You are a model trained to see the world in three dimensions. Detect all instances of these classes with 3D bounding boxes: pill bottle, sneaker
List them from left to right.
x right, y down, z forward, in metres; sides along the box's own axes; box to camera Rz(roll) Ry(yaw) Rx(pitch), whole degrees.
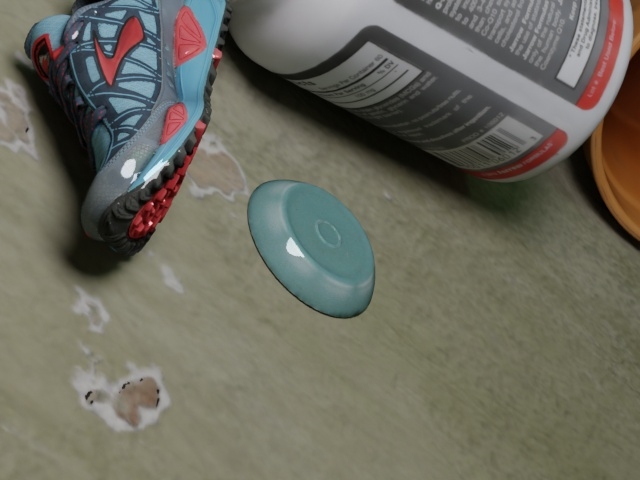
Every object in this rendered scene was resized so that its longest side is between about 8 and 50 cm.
[{"bbox_3d":[-0.141,-0.090,1.099,0.125,0.104,0.262,21,35,-11],"label":"sneaker"},{"bbox_3d":[0.055,-0.201,1.315,0.363,0.210,0.210,25,40,-34],"label":"pill bottle"}]

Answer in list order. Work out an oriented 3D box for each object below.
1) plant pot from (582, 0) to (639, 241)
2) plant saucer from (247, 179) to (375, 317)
[{"bbox_3d":[0.377,-0.150,1.616,0.291,0.291,0.203,34,19,-23],"label":"plant pot"},{"bbox_3d":[0.000,0.000,1.219,0.119,0.021,0.119,30,37,-27],"label":"plant saucer"}]
